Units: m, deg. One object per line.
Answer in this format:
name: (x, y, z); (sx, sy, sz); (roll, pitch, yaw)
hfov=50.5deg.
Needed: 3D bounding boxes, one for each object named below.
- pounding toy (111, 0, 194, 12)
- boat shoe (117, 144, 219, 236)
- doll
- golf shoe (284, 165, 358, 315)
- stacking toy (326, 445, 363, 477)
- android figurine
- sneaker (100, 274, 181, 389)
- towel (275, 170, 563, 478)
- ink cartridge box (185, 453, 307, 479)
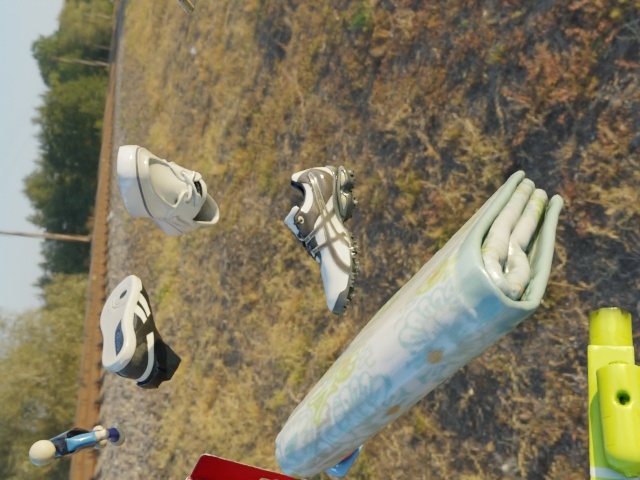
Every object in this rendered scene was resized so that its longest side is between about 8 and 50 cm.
pounding toy: (-0.171, -0.296, 0.669); (0.100, 0.130, 0.141); (-22, 13, 36)
boat shoe: (-0.197, -0.068, 0.914); (0.258, 0.084, 0.095); (61, -158, -81)
doll: (-0.393, 0.325, 1.092); (0.189, 0.129, 0.046); (22, -124, -70)
golf shoe: (0.000, 0.000, 0.866); (0.077, 0.093, 0.198); (109, 160, -69)
stacking toy: (0.035, 0.415, 1.642); (0.166, 0.175, 0.302); (-51, -20, -41)
android figurine: (0.300, 0.215, 0.681); (0.248, 0.056, 0.273); (56, -143, -51)
sneaker: (-0.282, 0.156, 1.082); (0.079, 0.121, 0.217); (-38, 32, 13)
towel: (0.130, 0.086, 0.778); (0.320, 0.090, 0.374); (-51, -7, 30)
ink cartridge box: (-0.124, 0.550, 1.219); (0.130, 0.309, 0.272); (-96, 29, -58)
